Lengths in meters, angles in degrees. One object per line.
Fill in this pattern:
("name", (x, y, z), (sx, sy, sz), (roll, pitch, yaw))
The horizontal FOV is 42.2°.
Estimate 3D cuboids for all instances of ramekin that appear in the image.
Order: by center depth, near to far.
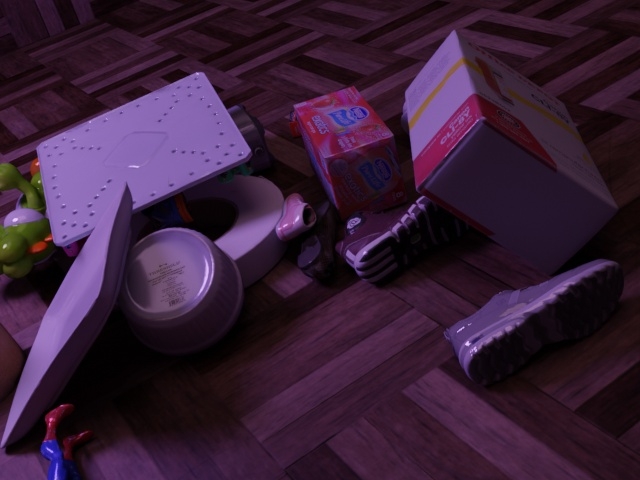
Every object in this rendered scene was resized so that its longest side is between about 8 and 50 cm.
("ramekin", (-0.238, 0.076, 1.371), (0.207, 0.109, 0.207), (-4, 63, 8))

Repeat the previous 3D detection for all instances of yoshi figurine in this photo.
("yoshi figurine", (-0.630, -0.038, 1.728), (0.203, 0.203, 0.362), (-44, 19, 21))

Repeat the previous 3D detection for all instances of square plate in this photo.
("square plate", (-0.399, 0.117, 1.355), (0.344, 0.049, 0.347), (-52, 23, 23))

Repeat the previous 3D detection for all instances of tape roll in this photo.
("tape roll", (-0.247, -0.003, 1.616), (0.392, 0.072, 0.392), (-12, 31, 7))

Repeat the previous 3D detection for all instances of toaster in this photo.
("toaster", (-0.207, -0.220, 1.883), (0.146, 0.129, 0.227), (-25, 32, -10))

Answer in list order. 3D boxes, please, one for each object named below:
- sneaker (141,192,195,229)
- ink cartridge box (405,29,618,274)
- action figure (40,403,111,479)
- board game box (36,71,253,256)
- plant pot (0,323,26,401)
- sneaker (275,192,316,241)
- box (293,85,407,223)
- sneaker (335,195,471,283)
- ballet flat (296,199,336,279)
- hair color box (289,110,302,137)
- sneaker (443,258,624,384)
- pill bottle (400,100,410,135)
("sneaker", (-0.323, -0.088, 1.643), (0.087, 0.083, 0.221), (-27, 31, -11))
("ink cartridge box", (0.302, -0.163, 1.399), (0.160, 0.279, 0.384), (-52, 19, 28))
("action figure", (-0.313, 0.325, 1.113), (0.139, 0.091, 0.280), (-24, 31, 4))
("board game box", (-0.358, -0.164, 1.648), (0.390, 0.050, 0.390), (-25, 40, -6))
("plant pot", (-0.663, 0.154, 1.387), (0.237, 0.254, 0.237), (-13, 32, 8))
("sneaker", (-0.035, -0.052, 1.538), (0.070, 0.051, 0.134), (-26, 25, 27))
("box", (0.056, -0.181, 1.682), (0.142, 0.154, 0.300), (-18, 30, -4))
("sneaker", (0.143, -0.042, 1.472), (0.281, 0.106, 0.162), (-30, 31, -20))
("ballet flat", (0.000, 0.000, 1.524), (0.084, 0.058, 0.250), (-38, 21, 18))
("hair color box", (-0.002, -0.292, 1.981), (0.141, 0.043, 0.072), (-11, 31, 7))
("sneaker", (0.304, 0.091, 1.187), (0.281, 0.105, 0.115), (-24, 33, -12))
("pill bottle", (0.237, -0.298, 1.835), (0.094, 0.094, 0.169), (3, 37, 28))
